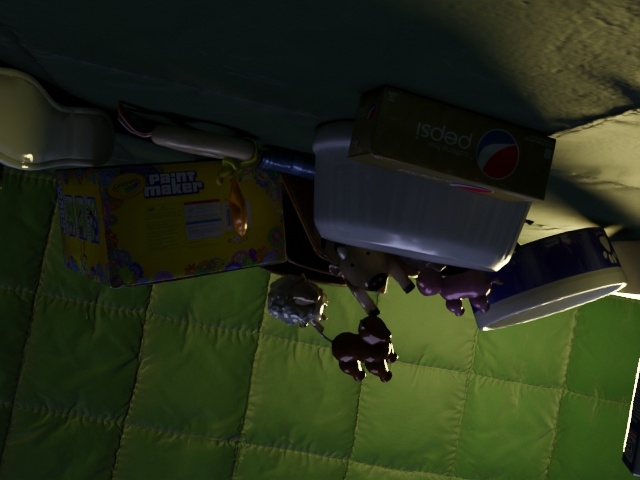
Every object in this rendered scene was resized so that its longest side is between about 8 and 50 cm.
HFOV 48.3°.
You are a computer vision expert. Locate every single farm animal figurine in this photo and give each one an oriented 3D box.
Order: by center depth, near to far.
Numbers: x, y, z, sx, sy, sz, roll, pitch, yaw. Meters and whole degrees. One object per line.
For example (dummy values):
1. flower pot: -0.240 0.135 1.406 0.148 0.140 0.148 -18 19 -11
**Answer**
1. farm animal figurine: 0.089 0.021 1.052 0.327 0.330 0.172 26 158 55

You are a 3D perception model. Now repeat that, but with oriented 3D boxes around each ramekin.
1. ramekin: 0.116 -0.044 0.845 0.273 0.127 0.273 11 178 0

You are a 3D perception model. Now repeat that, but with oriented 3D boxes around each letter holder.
1. letter holder: 0.024 0.022 1.410 0.302 0.152 0.214 13 -140 -45

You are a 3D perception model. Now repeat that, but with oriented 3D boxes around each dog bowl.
1. dog bowl: 0.393 0.072 1.266 0.265 0.104 0.265 -15 165 -4

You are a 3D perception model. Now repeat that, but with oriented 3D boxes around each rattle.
1. rattle: -0.193 -0.099 0.989 0.200 0.142 0.130 5 -160 -35

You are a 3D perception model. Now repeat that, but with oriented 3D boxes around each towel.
1. towel: -0.032 -0.115 1.079 0.120 0.029 0.067 12 178 -12

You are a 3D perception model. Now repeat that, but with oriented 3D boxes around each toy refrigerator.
1. toy refrigerator: 0.606 0.056 1.280 0.094 0.102 0.269 11 177 -4

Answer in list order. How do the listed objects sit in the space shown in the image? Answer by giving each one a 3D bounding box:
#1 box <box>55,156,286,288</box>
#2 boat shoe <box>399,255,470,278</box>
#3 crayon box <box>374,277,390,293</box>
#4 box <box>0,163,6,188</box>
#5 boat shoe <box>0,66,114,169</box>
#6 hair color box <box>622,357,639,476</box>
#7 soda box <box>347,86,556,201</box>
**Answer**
1. box: -0.254 -0.042 1.182 0.290 0.176 0.279 -8 -171 -32
2. boat shoe: 0.231 0.029 1.362 0.130 0.132 0.355 56 -160 16
3. crayon box: 0.046 0.022 1.980 0.319 0.202 0.081 10 178 11
4. box: -0.533 -0.083 1.016 0.073 0.293 0.295 13 177 -8
5. boat shoe: -0.388 -0.149 0.921 0.099 0.116 0.319 7 -178 15
6. hair color box: 0.526 0.154 0.947 0.174 0.347 0.105 10 178 16
7. soda box: 0.120 -0.083 0.651 0.181 0.061 0.058 12 178 -20
